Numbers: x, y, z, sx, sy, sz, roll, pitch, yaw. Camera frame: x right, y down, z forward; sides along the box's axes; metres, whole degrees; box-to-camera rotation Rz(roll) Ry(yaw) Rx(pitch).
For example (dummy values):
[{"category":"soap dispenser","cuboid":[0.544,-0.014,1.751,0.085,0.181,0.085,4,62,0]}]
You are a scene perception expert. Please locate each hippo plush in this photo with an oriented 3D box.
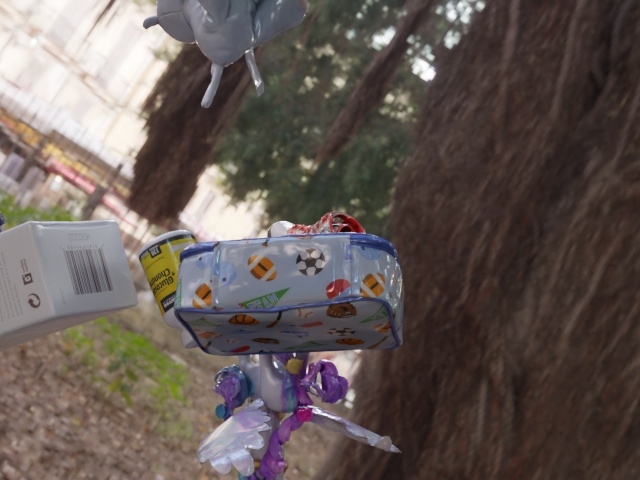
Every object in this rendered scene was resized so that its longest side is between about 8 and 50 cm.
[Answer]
[{"category":"hippo plush","cuboid":[-0.174,-0.419,1.827,0.234,0.294,0.237,-17,26,-31]}]

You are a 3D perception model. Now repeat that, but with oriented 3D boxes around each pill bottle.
[{"category":"pill bottle","cuboid":[-0.228,0.083,1.729,0.184,0.103,0.103,65,4,16]}]

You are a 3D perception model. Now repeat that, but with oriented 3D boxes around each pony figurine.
[{"category":"pony figurine","cuboid":[-0.058,0.241,1.634,0.303,0.363,0.351,2,-6,-16]}]

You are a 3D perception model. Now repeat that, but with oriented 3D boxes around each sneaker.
[{"category":"sneaker","cuboid":[0.001,0.001,1.742,0.090,0.145,0.270,8,28,-30]}]

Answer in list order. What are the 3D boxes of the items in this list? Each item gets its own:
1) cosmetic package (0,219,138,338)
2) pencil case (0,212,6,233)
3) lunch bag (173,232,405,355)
[{"category":"cosmetic package","cuboid":[-0.570,0.105,1.766,0.453,0.161,0.230,-19,-6,24]},{"category":"pencil case","cuboid":[-0.776,0.045,2.080,0.133,0.306,0.119,47,-27,-8]},{"category":"lunch bag","cuboid":[-0.041,0.080,1.362,0.304,0.114,0.243,-1,-22,8]}]
